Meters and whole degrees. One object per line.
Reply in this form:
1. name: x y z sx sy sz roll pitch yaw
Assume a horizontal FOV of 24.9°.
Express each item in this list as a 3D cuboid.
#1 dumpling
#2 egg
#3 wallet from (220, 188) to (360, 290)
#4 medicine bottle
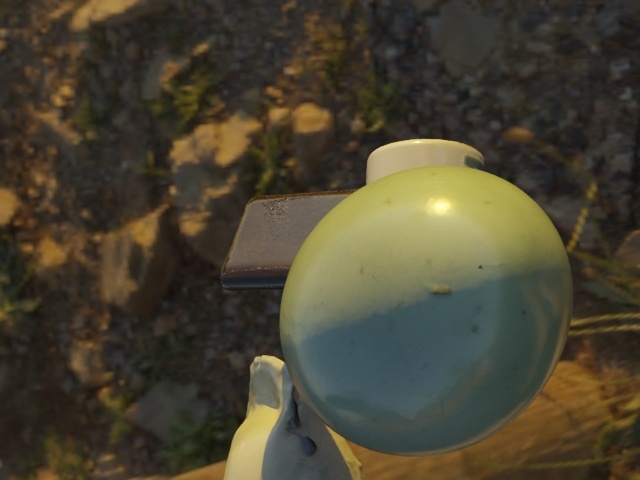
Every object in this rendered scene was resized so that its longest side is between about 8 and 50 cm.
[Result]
1. dumpling: -0.036 0.267 1.550 0.227 0.175 0.243 -8 60 66
2. egg: 0.056 0.038 0.778 0.192 0.149 0.149 -44 66 55
3. wallet: 0.000 0.000 1.405 0.198 0.031 0.110 -3 53 34
4. medicine bottle: 0.119 0.016 1.618 0.139 0.139 0.237 -16 68 44
